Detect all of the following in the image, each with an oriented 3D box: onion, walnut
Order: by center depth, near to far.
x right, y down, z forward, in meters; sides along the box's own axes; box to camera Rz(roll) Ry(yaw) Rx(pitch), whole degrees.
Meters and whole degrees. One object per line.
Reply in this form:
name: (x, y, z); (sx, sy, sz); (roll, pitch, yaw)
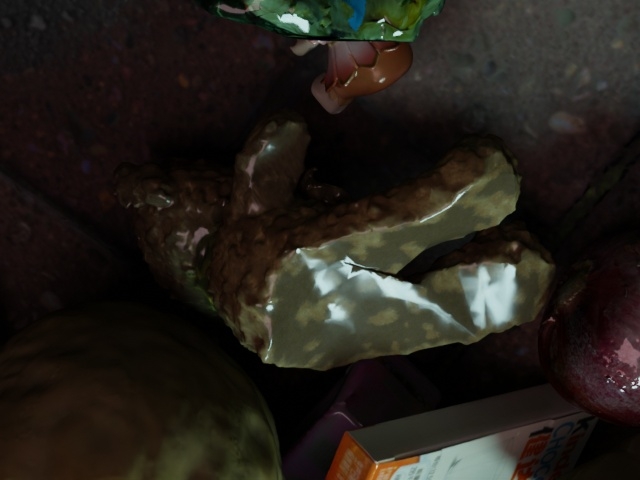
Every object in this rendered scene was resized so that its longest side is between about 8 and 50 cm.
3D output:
walnut: (-0.186, 0.226, 1.268); (0.381, 0.381, 0.381); (6, 118, 11)
onion: (0.267, 0.085, 1.279); (0.195, 0.159, 0.159); (36, 120, -13)

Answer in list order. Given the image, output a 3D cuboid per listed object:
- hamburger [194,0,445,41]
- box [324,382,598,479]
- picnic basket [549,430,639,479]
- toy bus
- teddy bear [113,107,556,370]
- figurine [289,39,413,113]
hamburger: (0.038, -0.265, 1.103); (0.260, 0.150, 0.276); (-14, 102, -24)
box: (0.089, 0.247, 1.365); (0.048, 0.265, 0.273); (44, 129, 36)
picnic basket: (0.218, 0.346, 1.310); (0.337, 0.293, 0.337); (-10, 138, -9)
toy bus: (-0.014, 0.209, 1.439); (0.090, 0.112, 0.274); (42, 121, 1)
teddy bear: (0.009, -0.005, 1.297); (0.296, 0.222, 0.246); (-25, 132, 1)
figurine: (0.005, -0.198, 1.228); (0.195, 0.111, 0.102); (54, 150, -15)
